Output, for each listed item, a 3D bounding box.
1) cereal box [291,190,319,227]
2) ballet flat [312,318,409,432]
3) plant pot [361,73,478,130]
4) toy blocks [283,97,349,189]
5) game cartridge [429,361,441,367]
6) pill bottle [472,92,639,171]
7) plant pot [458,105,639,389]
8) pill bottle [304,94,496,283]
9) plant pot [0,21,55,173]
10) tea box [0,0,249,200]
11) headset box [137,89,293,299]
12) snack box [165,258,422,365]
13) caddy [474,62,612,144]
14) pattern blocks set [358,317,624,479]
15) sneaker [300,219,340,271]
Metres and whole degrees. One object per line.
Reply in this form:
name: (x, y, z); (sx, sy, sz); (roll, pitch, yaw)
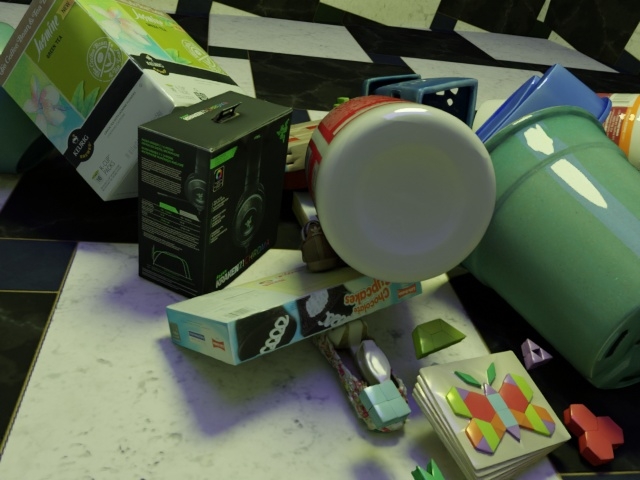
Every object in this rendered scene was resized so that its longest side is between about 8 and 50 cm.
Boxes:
cereal box: (0.078, -0.046, 1.216); (0.240, 0.047, 0.173); (-2, 30, -19)
ballet flat: (0.055, 0.156, 0.839); (0.091, 0.077, 0.241); (-9, 34, -24)
plant pot: (0.224, -0.289, 1.502); (0.236, 0.235, 0.212); (-18, 33, -39)
toy blocks: (-0.045, -0.179, 1.285); (0.261, 0.190, 0.381); (-15, 18, -13)
game cartridge: (0.169, 0.204, 0.849); (0.056, 0.017, 0.083); (19, 31, 10)
pill bottle: (0.575, -0.234, 1.441); (0.392, 0.224, 0.224); (12, 26, 38)
plant pot: (0.414, 0.024, 0.950); (0.341, 0.341, 0.334); (-6, 42, -25)
pill bottle: (0.093, -0.103, 0.935); (0.229, 0.228, 0.407); (6, 16, -6)
plant pot: (-0.619, -0.244, 1.184); (0.195, 0.290, 0.290); (41, 31, -7)
tea box: (-0.337, -0.268, 1.127); (0.323, 0.220, 0.329); (45, 20, 8)
headset box: (-0.167, -0.088, 0.990); (0.131, 0.283, 0.246); (20, 31, 18)
snack box: (-0.033, 0.086, 0.876); (0.322, 0.060, 0.187); (-15, 10, -35)
caddy: (0.403, -0.173, 1.187); (0.179, 0.341, 0.241); (43, 3, -4)
pattern blocks set: (0.216, 0.212, 0.755); (0.325, 0.026, 0.285); (-18, 57, -41)
sneaker: (0.000, 0.000, 0.970); (0.066, 0.071, 0.188); (-11, 7, -4)
